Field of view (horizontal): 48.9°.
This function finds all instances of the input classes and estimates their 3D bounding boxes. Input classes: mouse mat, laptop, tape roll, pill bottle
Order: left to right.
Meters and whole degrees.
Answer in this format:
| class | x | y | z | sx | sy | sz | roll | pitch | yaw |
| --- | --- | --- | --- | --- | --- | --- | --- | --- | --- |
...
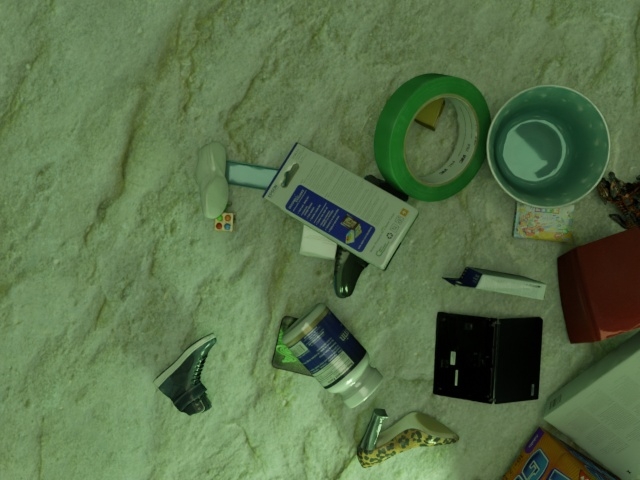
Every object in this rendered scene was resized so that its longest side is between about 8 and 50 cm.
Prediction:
| class | x | y | z | sx | sy | sz | roll | pitch | yaw |
| --- | --- | --- | --- | --- | --- | --- | --- | --- | --- |
| mouse mat | -0.030 | 0.301 | 1.960 | 0.189 | 0.007 | 0.152 | 13 | 93 | 2 |
| pill bottle | 0.034 | 0.308 | 1.879 | 0.153 | 0.153 | 0.265 | -42 | 92 | 3 |
| tape roll | 0.290 | -0.261 | 1.804 | 0.321 | 0.077 | 0.321 | -11 | 114 | -27 |
| laptop | 0.461 | 0.318 | 1.943 | 0.264 | 0.136 | 0.234 | 4 | 93 | 27 |

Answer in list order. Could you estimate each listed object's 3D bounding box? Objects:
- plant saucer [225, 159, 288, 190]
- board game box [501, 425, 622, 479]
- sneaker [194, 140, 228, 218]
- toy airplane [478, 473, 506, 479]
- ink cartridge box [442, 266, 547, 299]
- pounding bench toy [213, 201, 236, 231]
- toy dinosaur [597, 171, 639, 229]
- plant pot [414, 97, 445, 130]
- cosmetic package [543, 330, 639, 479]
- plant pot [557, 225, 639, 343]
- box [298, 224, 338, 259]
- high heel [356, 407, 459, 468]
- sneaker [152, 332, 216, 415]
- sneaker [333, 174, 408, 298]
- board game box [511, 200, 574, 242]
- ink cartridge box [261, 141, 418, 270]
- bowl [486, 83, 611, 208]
| class | x | y | z | sx | sy | sz | roll | pitch | yaw |
| --- | --- | --- | --- | --- | --- | --- | --- | --- | --- |
| plant saucer | -0.186 | -0.176 | 1.934 | 0.192 | 0.018 | 0.067 | 9 | 93 | 2 |
| board game box | 0.654 | 0.764 | 1.774 | 0.356 | 0.356 | 0.356 | 33 | 94 | -5 |
| sneaker | -0.305 | -0.157 | 1.903 | 0.094 | 0.080 | 0.212 | -10 | 72 | 36 |
| toy airplane | 0.491 | 0.708 | 1.954 | 0.151 | 0.028 | 0.151 | 0 | 94 | 0 |
| ink cartridge box | 0.444 | 0.104 | 1.828 | 0.224 | 0.223 | 0.045 | 8 | 93 | 0 |
| pounding bench toy | -0.260 | -0.066 | 1.917 | 0.052 | 0.065 | 0.083 | 3 | 93 | 2 |
| toy dinosaur | 0.897 | -0.091 | 1.852 | 0.322 | 0.164 | 0.218 | 21 | 133 | -13 |
| plant pot | 0.280 | -0.350 | 1.884 | 0.083 | 0.081 | 0.081 | 22 | 94 | 11 |
| cosmetic package | 0.815 | 0.425 | 1.810 | 0.284 | 0.097 | 0.377 | 40 | 126 | 1 |
| plant pot | 0.757 | 0.111 | 1.814 | 0.267 | 0.267 | 0.236 | -19 | 80 | 3 |
| box | 0.000 | 0.000 | 1.896 | 0.102 | 0.101 | 0.087 | 9 | 93 | 3 |
| high heel | 0.236 | 0.568 | 1.941 | 0.261 | 0.093 | 0.186 | 15 | 111 | -8 |
| sneaker | -0.328 | 0.373 | 1.924 | 0.226 | 0.086 | 0.163 | -45 | 80 | 13 |
| sneaker | 0.129 | 0.001 | 1.880 | 0.139 | 0.125 | 0.341 | 19 | 93 | 2 |
| board game box | 0.604 | -0.053 | 1.913 | 0.154 | 0.026 | 0.103 | 5 | 93 | 1 |
| ink cartridge box | 0.051 | -0.088 | 1.809 | 0.371 | 0.069 | 0.176 | 31 | 86 | 10 |
| bowl | 0.572 | -0.237 | 1.837 | 0.311 | 0.163 | 0.311 | 0 | 92 | 1 |
